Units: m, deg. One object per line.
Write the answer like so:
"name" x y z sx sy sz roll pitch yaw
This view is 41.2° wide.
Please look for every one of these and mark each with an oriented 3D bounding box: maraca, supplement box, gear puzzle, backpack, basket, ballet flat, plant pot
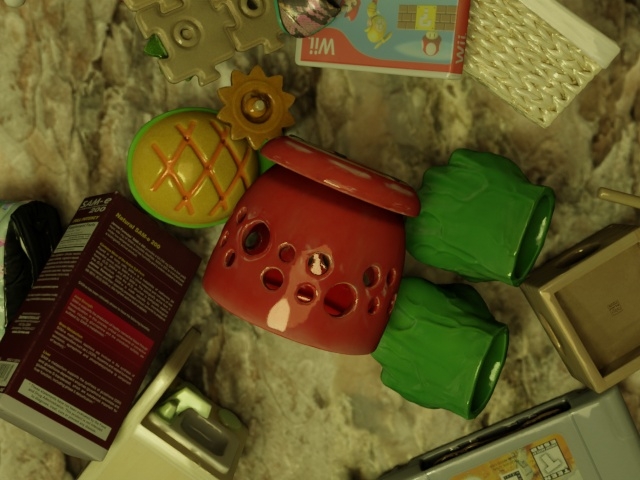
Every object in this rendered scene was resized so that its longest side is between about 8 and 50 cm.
"maraca" -0.112 -0.076 0.903 0.186 0.099 0.127 0 99 -22
"supplement box" -0.231 0.084 0.864 0.130 0.073 0.239 43 58 -35
"gear puzzle" -0.119 -0.251 0.869 0.175 0.044 0.339 -31 97 -22
"backpack" -0.338 0.045 0.918 0.115 0.152 0.182 -2 96 8
"basket" 0.192 -0.198 0.850 0.167 0.113 0.103 35 104 -4
"ballet flat" -0.027 -0.314 0.842 0.079 0.077 0.221 -16 89 24
"plant pot" 0.000 0.000 0.849 0.191 0.191 0.174 23 96 -2

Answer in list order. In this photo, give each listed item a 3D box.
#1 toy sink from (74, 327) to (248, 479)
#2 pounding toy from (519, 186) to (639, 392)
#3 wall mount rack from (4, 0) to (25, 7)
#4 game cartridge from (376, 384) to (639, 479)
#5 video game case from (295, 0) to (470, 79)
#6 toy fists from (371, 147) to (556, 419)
"toy sink" -0.170 0.239 0.941 0.131 0.153 0.234 37 100 -5
"pounding toy" 0.323 0.025 0.905 0.206 0.094 0.181 -31 94 -1
"wall mount rack" -0.369 -0.275 0.798 0.350 0.130 0.304 -34 81 26
"game cartridge" 0.239 0.305 0.985 0.297 0.062 0.198 -26 95 8
"video game case" 0.064 -0.306 0.815 0.204 0.025 0.285 16 106 42
"toy fists" 0.141 0.043 0.896 0.142 0.096 0.279 23 105 30
